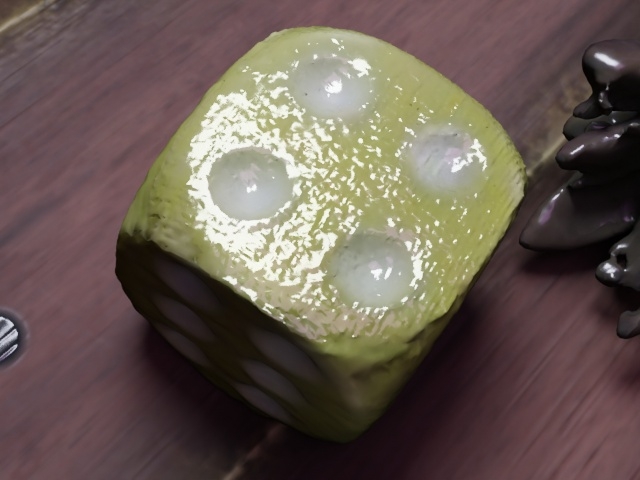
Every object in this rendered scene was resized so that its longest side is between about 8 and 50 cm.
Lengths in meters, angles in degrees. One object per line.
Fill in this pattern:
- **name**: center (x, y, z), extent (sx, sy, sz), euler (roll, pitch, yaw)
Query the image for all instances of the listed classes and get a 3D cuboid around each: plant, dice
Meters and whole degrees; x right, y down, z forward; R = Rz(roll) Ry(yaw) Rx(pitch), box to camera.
- **plant**: center (0.274, -0.077, 0.601), extent (0.320, 0.194, 0.181), euler (-36, 64, -26)
- **dice**: center (0.000, 0.000, 0.514), extent (0.166, 0.169, 0.169), euler (34, 65, 7)
